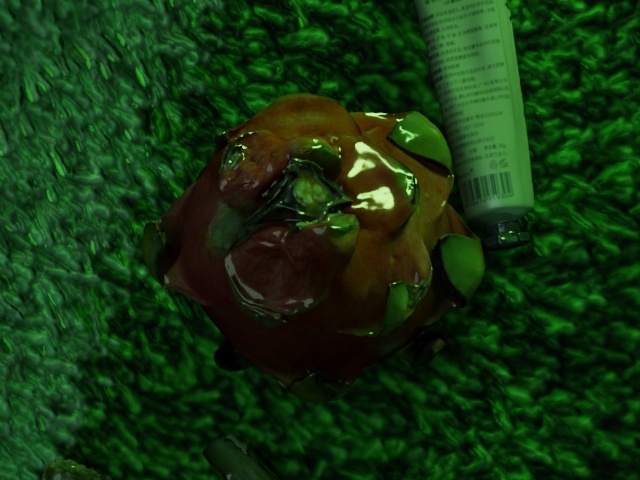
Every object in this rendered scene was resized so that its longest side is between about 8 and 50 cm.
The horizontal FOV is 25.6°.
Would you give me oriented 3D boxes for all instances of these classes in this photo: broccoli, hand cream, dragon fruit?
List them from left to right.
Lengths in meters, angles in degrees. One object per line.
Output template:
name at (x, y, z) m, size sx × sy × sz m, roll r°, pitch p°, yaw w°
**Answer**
broccoli at (-0.020, 0.229, 1.082) m, size 0.204 × 0.118 × 0.122 m, roll 51°, pitch 138°, yaw 29°
dragon fruit at (0.001, 0.002, 1.002) m, size 0.224 × 0.227 × 0.224 m, roll 4°, pitch 101°, yaw 21°
hand cream at (0.117, -0.109, 1.049) m, size 0.080 × 0.050 × 0.234 m, roll -13°, pitch 81°, yaw 24°

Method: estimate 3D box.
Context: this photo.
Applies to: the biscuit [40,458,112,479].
biscuit at (-0.221, 0.266, 1.166) m, size 0.082 × 0.070 × 0.168 m, roll 24°, pitch 97°, yaw 10°
